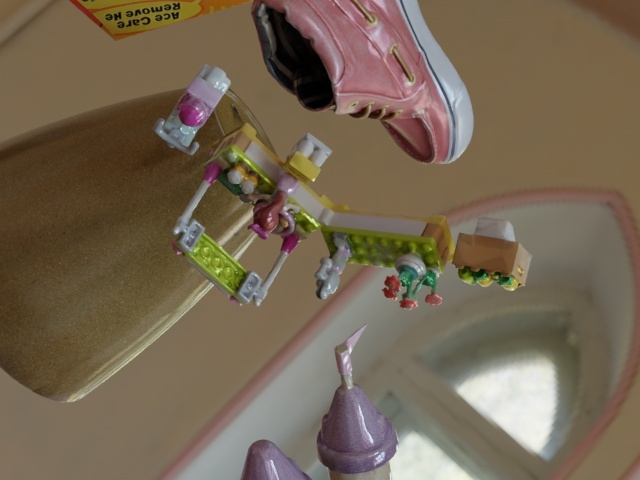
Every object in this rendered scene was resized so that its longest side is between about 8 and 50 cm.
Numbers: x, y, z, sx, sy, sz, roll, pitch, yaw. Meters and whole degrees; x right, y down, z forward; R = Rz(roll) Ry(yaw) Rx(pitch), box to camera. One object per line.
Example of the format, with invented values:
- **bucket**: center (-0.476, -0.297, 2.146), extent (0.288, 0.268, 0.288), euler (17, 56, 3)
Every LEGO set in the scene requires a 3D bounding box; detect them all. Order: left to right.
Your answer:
- **LEGO set**: center (0.000, 0.000, 1.077), extent (0.287, 0.107, 0.132), euler (29, -35, 0)

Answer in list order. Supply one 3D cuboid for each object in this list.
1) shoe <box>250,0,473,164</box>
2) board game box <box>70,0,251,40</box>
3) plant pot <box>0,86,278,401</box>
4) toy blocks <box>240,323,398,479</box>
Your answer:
- **shoe**: center (0.022, -0.088, 0.799), extent (0.063, 0.081, 0.178), euler (22, -28, 39)
- **board game box**: center (-0.071, -0.403, 0.964), extent (0.356, 0.356, 0.356), euler (-13, -24, 20)
- **plant pot**: center (-0.164, -0.023, 1.285), extent (0.237, 0.254, 0.237), euler (54, 16, -23)
- **toy blocks**: center (-0.037, 0.233, 0.935), extent (0.309, 0.288, 0.260), euler (9, -53, 31)
